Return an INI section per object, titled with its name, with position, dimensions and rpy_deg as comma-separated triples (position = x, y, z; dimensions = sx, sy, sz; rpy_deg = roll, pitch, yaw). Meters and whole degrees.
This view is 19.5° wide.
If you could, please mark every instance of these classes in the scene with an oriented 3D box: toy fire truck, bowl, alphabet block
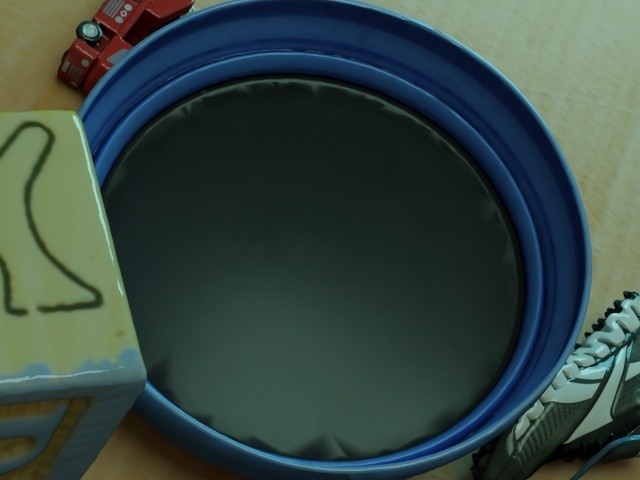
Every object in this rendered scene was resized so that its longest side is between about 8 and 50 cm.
[toy fire truck]
position = -0.108, -0.164, 1.478
dimensions = 0.135, 0.047, 0.192
rpy_deg = 34, 52, -4
[bowl]
position = 0.000, 0.000, 1.355
dimensions = 0.391, 0.077, 0.391
rpy_deg = 5, 61, -10
[alphabet block]
position = -0.241, 0.048, 1.186
dimensions = 0.192, 0.193, 0.197
rpy_deg = -2, 61, -28

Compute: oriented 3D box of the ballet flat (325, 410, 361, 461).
[ballet flat]
position = 0.016, 0.089, 1.373
dimensions = 0.057, 0.049, 0.173
rpy_deg = 14, 53, -16

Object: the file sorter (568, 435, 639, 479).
[file sorter]
position = 0.253, 0.236, 1.352
dimensions = 0.105, 0.118, 0.170
rpy_deg = 4, 58, -20

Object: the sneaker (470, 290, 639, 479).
[sneaker]
position = 0.210, 0.134, 1.421
dimensions = 0.106, 0.078, 0.234
rpy_deg = 45, 50, 9
